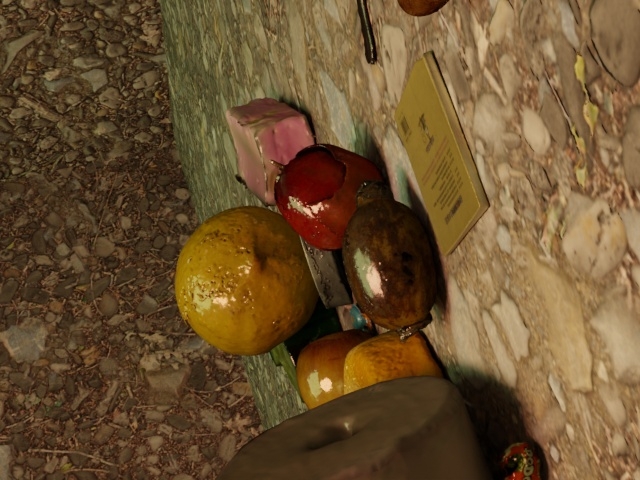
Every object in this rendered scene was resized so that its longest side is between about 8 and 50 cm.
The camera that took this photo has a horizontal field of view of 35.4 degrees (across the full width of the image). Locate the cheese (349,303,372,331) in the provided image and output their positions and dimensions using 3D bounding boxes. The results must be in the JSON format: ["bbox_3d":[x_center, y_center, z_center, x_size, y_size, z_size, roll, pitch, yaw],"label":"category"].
[{"bbox_3d":[0.067,0.131,1.668,0.111,0.017,0.047,180,73,-77],"label":"cheese"}]

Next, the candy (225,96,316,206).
[{"bbox_3d":[-0.090,-0.164,1.816,0.265,0.115,0.156,-136,35,-68],"label":"candy"}]

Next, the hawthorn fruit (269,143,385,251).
[{"bbox_3d":[0.005,-0.068,1.389,0.172,0.148,0.148,37,163,1],"label":"hawthorn fruit"}]

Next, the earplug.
[{"bbox_3d":[0.083,0.396,1.162,0.394,0.312,0.312,68,169,-6],"label":"earplug"}]

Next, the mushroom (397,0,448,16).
[{"bbox_3d":[0.096,-0.272,0.951,0.109,0.085,0.126,-34,53,43],"label":"mushroom"}]

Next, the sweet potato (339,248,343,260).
[{"bbox_3d":[0.044,0.006,1.591,0.153,0.038,0.041,-115,25,-49],"label":"sweet potato"}]

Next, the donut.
[{"bbox_3d":[0.110,0.273,1.422,0.303,0.110,0.303,167,90,-78],"label":"donut"}]

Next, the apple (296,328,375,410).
[{"bbox_3d":[0.035,0.225,1.624,0.163,0.146,0.147,131,120,-73],"label":"apple"}]

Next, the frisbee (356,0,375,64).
[{"bbox_3d":[0.048,-0.316,1.278,0.211,0.012,0.187,-161,57,-74],"label":"frisbee"}]

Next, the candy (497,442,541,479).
[{"bbox_3d":[0.215,0.268,1.129,0.185,0.049,0.056,85,-161,-68],"label":"candy"}]

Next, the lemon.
[{"bbox_3d":[-0.125,0.074,1.751,0.310,0.258,0.258,74,179,-76],"label":"lemon"}]

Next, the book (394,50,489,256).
[{"bbox_3d":[0.132,-0.095,1.142,0.168,0.013,0.192,111,143,-70],"label":"book"}]

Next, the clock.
[{"bbox_3d":[0.000,0.000,1.610,0.226,0.049,0.226,-16,-90,-86],"label":"clock"}]

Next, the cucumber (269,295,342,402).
[{"bbox_3d":[-0.021,0.203,1.919,0.191,0.130,0.191,159,90,-78],"label":"cucumber"}]

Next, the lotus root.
[{"bbox_3d":[0.084,0.024,1.261,0.120,0.120,0.210,139,116,-76],"label":"lotus root"}]
